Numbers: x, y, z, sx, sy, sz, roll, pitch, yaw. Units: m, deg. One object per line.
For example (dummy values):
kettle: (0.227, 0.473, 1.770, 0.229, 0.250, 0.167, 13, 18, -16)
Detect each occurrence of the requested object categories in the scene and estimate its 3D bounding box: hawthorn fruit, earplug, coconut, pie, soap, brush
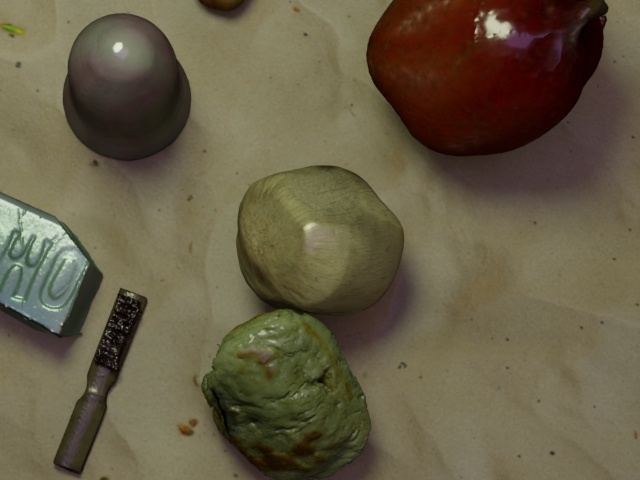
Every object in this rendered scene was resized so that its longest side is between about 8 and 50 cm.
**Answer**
hawthorn fruit: (0.214, -0.239, 1.805, 0.295, 0.311, 0.295, -6, 111, -17)
earplug: (-0.245, -0.208, 1.755, 0.172, 0.301, 0.172, 1, 84, -6)
coconut: (0.000, 0.000, 1.817, 0.224, 0.224, 0.224, 1, 85, -5)
pie: (-0.050, 0.211, 1.799, 0.201, 0.090, 0.248, -20, 115, 14)
soap: (-0.395, 0.025, 1.826, 0.230, 0.091, 0.145, 24, 83, -2)
brush: (-0.290, 0.183, 1.849, 0.043, 0.036, 0.248, 21, 83, 1)

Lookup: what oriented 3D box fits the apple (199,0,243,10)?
apple: (-0.133, -0.350, 1.894, 0.084, 0.071, 0.084, 1, 83, -4)
